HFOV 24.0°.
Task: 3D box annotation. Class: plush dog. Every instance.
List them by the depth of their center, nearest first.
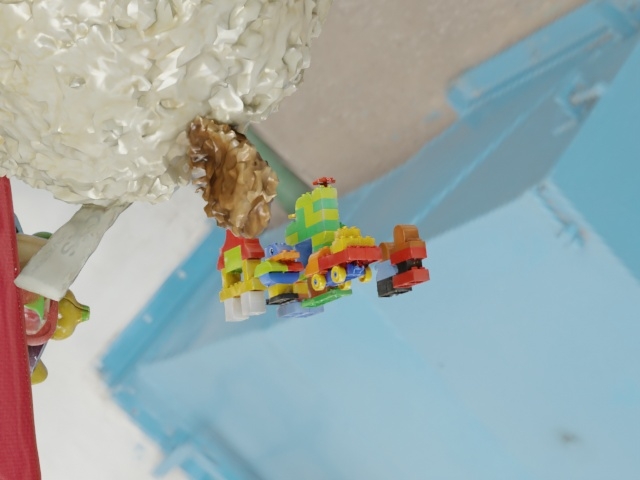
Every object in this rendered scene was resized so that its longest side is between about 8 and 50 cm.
[{"bbox_3d":[-0.102,-0.126,0.564,0.225,0.262,0.211,55,-174,-38],"label":"plush dog"}]

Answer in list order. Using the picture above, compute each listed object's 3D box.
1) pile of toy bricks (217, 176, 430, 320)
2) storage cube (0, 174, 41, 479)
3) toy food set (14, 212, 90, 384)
[{"bbox_3d":[0.000,0.000,1.274,0.212,0.118,0.105,-22,71,56],"label":"pile of toy bricks"},{"bbox_3d":[-0.283,0.073,0.841,0.183,0.215,0.193,-29,65,55],"label":"storage cube"},{"bbox_3d":[-0.229,0.042,1.241,0.071,0.128,0.218,1,156,0],"label":"toy food set"}]
